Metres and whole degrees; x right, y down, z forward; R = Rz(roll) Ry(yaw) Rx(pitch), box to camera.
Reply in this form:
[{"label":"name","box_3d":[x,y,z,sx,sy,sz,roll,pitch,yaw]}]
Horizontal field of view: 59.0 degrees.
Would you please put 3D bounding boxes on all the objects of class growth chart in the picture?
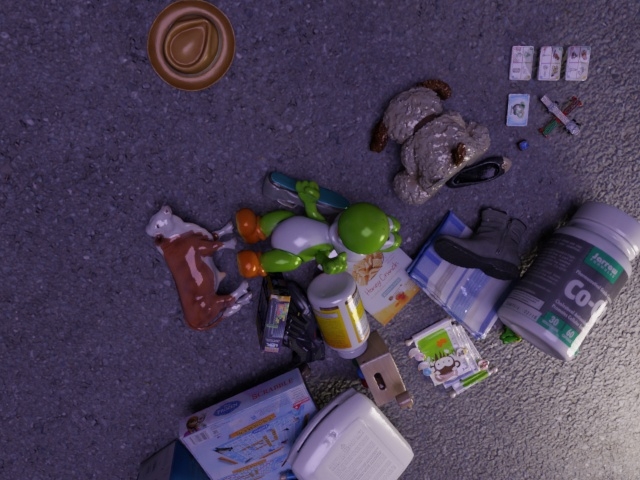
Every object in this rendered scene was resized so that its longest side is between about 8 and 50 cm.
[{"label":"growth chart","box_3d":[0.345,0.313,1.514,0.172,0.021,0.237,-37,106,3]}]

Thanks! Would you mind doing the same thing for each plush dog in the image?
[{"label":"plush dog","box_3d":[0.236,-0.240,1.276,0.262,0.210,0.225,-40,79,2]}]

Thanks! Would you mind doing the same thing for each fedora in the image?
[{"label":"fedora","box_3d":[-0.273,-0.413,1.192,0.194,0.079,0.194,-2,105,-9]}]

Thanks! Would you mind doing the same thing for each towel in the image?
[{"label":"towel","box_3d":[0.367,0.091,1.424,0.285,0.034,0.209,41,79,-17]}]

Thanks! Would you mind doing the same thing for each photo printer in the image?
[{"label":"photo printer","box_3d":[0.071,0.527,1.403,0.256,0.107,0.307,-46,124,-13]}]

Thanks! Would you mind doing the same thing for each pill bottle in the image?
[{"label":"pill bottle","box_3d":[0.050,0.182,1.355,0.117,0.117,0.215,-21,125,-3]},{"label":"pill bottle","box_3d":[0.618,0.095,1.387,0.204,0.204,0.361,37,86,-16]}]

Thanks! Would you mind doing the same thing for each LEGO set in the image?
[{"label":"LEGO set","box_3d":[0.539,-0.340,1.368,0.182,0.060,0.244,1,104,3]}]

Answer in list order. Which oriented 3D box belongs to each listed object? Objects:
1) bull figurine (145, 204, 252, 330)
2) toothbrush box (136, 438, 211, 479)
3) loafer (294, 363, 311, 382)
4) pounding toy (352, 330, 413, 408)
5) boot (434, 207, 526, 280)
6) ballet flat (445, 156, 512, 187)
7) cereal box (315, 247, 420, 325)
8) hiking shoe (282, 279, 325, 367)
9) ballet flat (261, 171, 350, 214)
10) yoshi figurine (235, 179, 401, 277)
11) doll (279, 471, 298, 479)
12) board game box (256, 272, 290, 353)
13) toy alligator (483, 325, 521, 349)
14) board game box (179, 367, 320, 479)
[{"label":"bull figurine","box_3d":[-0.276,0.053,1.305,0.188,0.101,0.310,-15,106,-6]},{"label":"toothbrush box","box_3d":[-0.323,0.685,1.408,0.126,0.216,0.295,-36,108,3]},{"label":"loafer","box_3d":[-0.060,0.378,1.453,0.050,0.056,0.148,25,110,-17]},{"label":"pounding toy","box_3d":[0.155,0.357,1.398,0.094,0.206,0.181,-24,107,-2]},{"label":"boot","box_3d":[0.392,-0.010,1.390,0.246,0.083,0.161,20,69,-19]},{"label":"ballet flat","box_3d":[0.388,-0.161,1.377,0.173,0.049,0.057,-19,108,-3]},{"label":"cereal box","box_3d":[0.130,0.073,1.401,0.240,0.047,0.173,41,95,-17]},{"label":"hiking shoe","box_3d":[-0.065,0.210,1.388,0.114,0.086,0.227,-19,106,-4]},{"label":"ballet flat","box_3d":[-0.035,-0.098,1.329,0.213,0.072,0.068,20,128,-13]},{"label":"yoshi figurine","box_3d":[-0.002,-0.017,1.226,0.362,0.203,0.203,-6,115,1]},{"label":"doll","box_3d":[-0.073,0.647,1.460,0.189,0.046,0.129,-40,121,1]},{"label":"board game box","box_3d":[-0.113,0.163,1.324,0.048,0.170,0.141,7,105,-12]},{"label":"toy alligator","box_3d":[0.516,0.243,1.508,0.190,0.056,0.051,-14,65,-4]},{"label":"board game box","box_3d":[-0.140,0.508,1.430,0.319,0.066,0.318,-23,121,-2]}]
